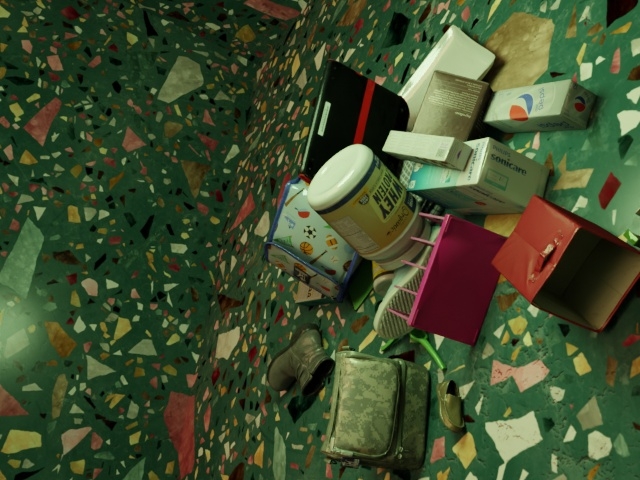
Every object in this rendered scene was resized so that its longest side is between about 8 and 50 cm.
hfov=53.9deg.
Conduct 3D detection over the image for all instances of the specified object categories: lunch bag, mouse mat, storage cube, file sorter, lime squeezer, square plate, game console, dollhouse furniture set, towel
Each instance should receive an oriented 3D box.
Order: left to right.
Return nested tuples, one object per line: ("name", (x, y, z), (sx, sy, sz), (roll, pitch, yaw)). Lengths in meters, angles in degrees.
("lunch bag", (0.000, 0.000, 2.142), (0.239, 0.327, 0.386), (-45, -19, -54))
("game console", (0.111, -0.313, 1.924), (0.060, 0.341, 0.387), (-6, 68, 58))
("mouse mat", (0.140, 0.136, 2.205), (0.153, 0.007, 0.190), (-56, 30, 27))
("lunch bag", (0.134, 0.460, 1.697), (0.212, 0.255, 0.305), (-24, 51, 57))
("lime squeezer", (0.258, 0.288, 1.807), (0.310, 0.058, 0.110), (2, 74, 63))
("towel", (0.291, -0.172, 1.990), (0.235, 0.121, 0.284), (-59, 28, 24))
("square plate", (0.391, -0.499, 2.039), (0.344, 0.049, 0.347), (-51, 30, 21))
("file sorter", (0.323, 0.092, 1.653), (0.182, 0.202, 0.291), (20, 90, 68))
("storage cube", (0.510, 0.045, 1.306), (0.184, 0.214, 0.193), (-63, 20, 17))
("dollhouse furniture set", (0.667, -0.052, 1.227), (0.152, 0.058, 0.076), (-57, 29, 26))

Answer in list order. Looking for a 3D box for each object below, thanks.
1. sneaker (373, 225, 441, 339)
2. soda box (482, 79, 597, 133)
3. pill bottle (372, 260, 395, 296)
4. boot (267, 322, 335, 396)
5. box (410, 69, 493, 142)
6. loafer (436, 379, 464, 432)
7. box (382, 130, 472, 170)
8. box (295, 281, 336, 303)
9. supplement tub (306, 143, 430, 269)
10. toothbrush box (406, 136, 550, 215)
("sneaker", (0.264, 0.118, 1.815), (0.366, 0.135, 0.150), (-53, 19, -6))
("soda box", (0.553, -0.338, 1.615), (0.286, 0.098, 0.091), (15, 86, 64))
("pill bottle", (0.219, 0.061, 1.969), (0.119, 0.119, 0.209), (-43, 37, 44))
("boot", (-0.082, 0.485, 2.286), (0.338, 0.118, 0.223), (-62, 32, 27))
("box", (0.384, -0.352, 1.800), (0.166, 0.168, 0.203), (23, 95, 24))
("loafer", (0.328, 0.411, 1.579), (0.148, 0.056, 0.050), (-101, 33, -47))
("box", (0.271, -0.238, 1.644), (0.067, 0.063, 0.324), (-66, 25, 1))
("box", (-0.009, 0.190, 2.399), (0.244, 0.060, 0.101), (-17, 57, 59))
("supplement tub", (0.140, -0.088, 1.766), (0.228, 0.316, 0.228), (-37, 25, 21))
("toothbrush box", (0.405, -0.157, 1.644), (0.295, 0.216, 0.126), (0, 72, 62))
